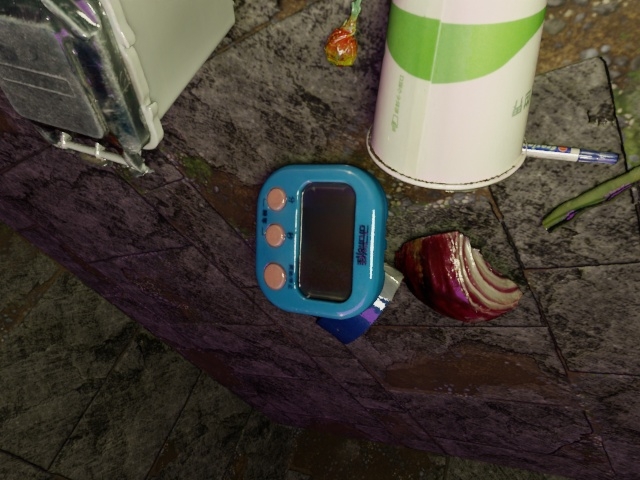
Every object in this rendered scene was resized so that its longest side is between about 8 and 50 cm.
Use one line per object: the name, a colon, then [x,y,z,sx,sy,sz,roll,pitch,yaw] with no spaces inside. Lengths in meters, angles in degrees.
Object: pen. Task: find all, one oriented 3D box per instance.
pen: [0.411,-0.157,0.809,0.204,0.025,0.025,10,143,18]

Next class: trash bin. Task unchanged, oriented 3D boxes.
trash bin: [-0.297,-0.322,0.702,0.255,0.368,0.296,16,143,14]

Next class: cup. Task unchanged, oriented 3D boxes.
cup: [0.192,-0.246,0.641,0.253,0.253,0.274,13,137,16]

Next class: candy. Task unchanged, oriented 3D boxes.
candy: [0.056,-0.366,0.725,0.060,0.060,0.201,25,139,-1]

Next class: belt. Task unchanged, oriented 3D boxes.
belt: [0.098,0.162,1.238,0.117,0.212,0.347,36,154,4]

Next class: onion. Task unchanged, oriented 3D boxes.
onion: [0.320,0.128,1.141,0.314,0.146,0.280,32,149,-19]

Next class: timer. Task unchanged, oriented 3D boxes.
timer: [0.000,0.000,1.039,0.309,0.340,0.115,4,-175,27]

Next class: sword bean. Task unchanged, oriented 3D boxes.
sword bean: [0.522,-0.084,0.829,0.043,0.038,0.269,38,142,-11]
